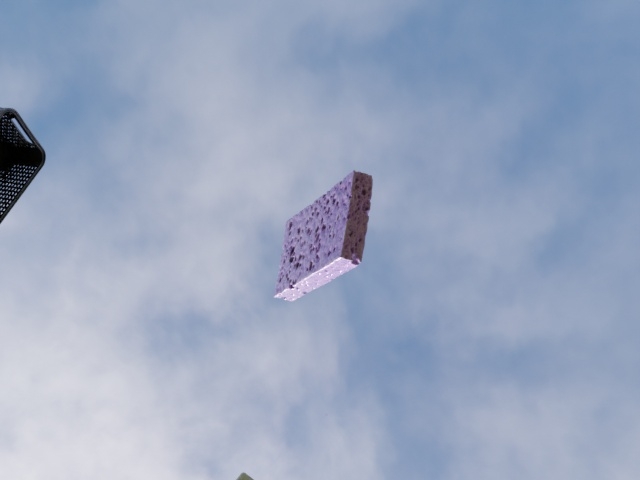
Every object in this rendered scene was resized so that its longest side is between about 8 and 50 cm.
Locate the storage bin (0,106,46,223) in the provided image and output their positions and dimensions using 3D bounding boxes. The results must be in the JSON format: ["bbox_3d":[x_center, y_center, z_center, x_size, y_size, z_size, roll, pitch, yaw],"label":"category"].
[{"bbox_3d":[-0.528,-0.111,1.146,0.084,0.122,0.180,7,-126,22],"label":"storage bin"}]

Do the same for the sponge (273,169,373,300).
[{"bbox_3d":[0.000,0.000,0.947,0.031,0.210,0.117,18,-113,-20],"label":"sponge"}]

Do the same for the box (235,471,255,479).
[{"bbox_3d":[-0.116,0.435,1.125,0.101,0.087,0.102,35,-135,11],"label":"box"}]
